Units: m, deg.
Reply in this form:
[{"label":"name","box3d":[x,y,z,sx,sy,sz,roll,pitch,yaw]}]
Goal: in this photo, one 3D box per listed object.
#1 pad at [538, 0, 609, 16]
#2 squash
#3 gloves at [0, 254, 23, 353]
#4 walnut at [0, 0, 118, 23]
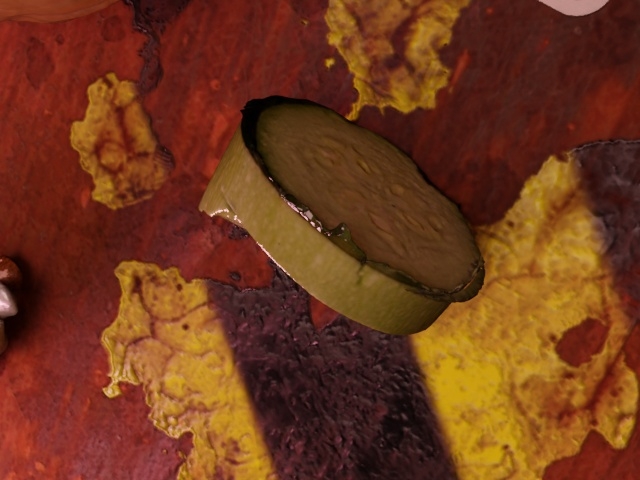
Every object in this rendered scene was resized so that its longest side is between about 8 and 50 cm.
[{"label":"pad","box3d":[0.138,-0.303,0.718,0.266,0.002,0.176,34,111,12]},{"label":"squash","box3d":[0.008,-0.002,0.717,0.220,0.220,0.133,40,109,9]},{"label":"gloves","box3d":[-0.383,0.101,0.957,0.219,0.131,0.140,-42,82,-7]},{"label":"walnut","box3d":[-0.230,-0.316,0.707,0.344,0.306,0.306,8,104,16]}]
